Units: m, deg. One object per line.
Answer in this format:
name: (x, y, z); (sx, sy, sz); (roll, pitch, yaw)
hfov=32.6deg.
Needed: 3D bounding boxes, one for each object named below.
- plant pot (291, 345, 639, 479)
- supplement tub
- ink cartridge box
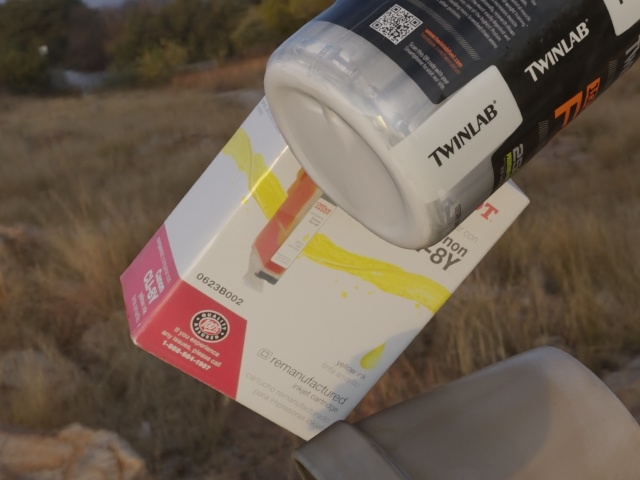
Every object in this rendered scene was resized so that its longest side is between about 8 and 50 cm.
plant pot: (0.174, 0.261, 1.097); (0.280, 0.323, 0.323); (-35, 20, -12)
supplement tub: (0.135, -0.169, 0.922); (0.338, 0.207, 0.207); (-42, 24, -15)
ink cartridge box: (0.000, 0.000, 1.245); (0.384, 0.279, 0.160); (-51, 25, 11)
